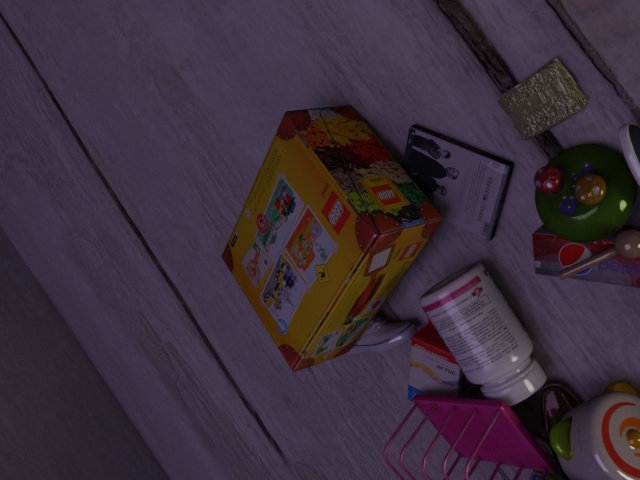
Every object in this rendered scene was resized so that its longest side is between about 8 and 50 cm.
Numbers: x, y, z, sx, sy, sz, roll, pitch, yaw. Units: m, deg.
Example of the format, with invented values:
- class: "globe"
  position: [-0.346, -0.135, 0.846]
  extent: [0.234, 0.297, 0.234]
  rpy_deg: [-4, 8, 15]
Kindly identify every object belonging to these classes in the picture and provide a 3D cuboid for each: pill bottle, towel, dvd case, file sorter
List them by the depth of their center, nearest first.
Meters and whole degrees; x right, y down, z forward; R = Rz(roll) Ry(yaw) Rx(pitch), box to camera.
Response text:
- class: "towel"
  position: [0.413, -0.260, 1.394]
  extent: [0.148, 0.027, 0.110]
  rpy_deg: [-34, 88, 45]
- class: "dvd case"
  position: [0.278, -0.124, 1.582]
  extent: [0.239, 0.029, 0.179]
  rpy_deg: [27, 127, 29]
- class: "pill bottle"
  position: [0.348, 0.204, 1.592]
  extent: [0.160, 0.160, 0.283]
  rpy_deg: [-35, 87, 46]
- class: "file sorter"
  position: [0.307, 0.475, 1.618]
  extent: [0.202, 0.182, 0.291]
  rpy_deg: [50, 151, -16]

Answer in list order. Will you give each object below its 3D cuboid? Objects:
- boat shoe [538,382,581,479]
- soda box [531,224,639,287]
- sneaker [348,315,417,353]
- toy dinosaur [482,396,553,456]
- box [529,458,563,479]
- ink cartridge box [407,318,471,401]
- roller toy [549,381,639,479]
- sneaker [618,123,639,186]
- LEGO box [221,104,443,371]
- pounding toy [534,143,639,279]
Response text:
- class: "boat shoe"
  position: [0.527, 0.429, 1.570]
  extent: [0.095, 0.095, 0.257]
  rpy_deg: [-21, 91, 20]
- class: "soda box"
  position: [0.534, 0.024, 1.389]
  extent: [0.263, 0.083, 0.092]
  rpy_deg: [7, 115, 39]
- class: "sneaker"
  position: [0.125, 0.224, 1.851]
  extent: [0.258, 0.094, 0.091]
  rpy_deg: [-19, 102, 46]
- class: "toy dinosaur"
  position: [0.415, 0.432, 1.722]
  extent: [0.268, 0.064, 0.118]
  rpy_deg: [5, 132, 37]
- class: "box"
  position: [0.521, 0.575, 1.691]
  extent: [0.109, 0.042, 0.178]
  rpy_deg: [16, 125, 15]
- class: "ink cartridge box"
  position: [0.284, 0.289, 1.753]
  extent: [0.134, 0.078, 0.231]
  rpy_deg: [19, 122, 34]
- class: "roller toy"
  position: [0.575, 0.397, 1.454]
  extent: [0.191, 0.209, 0.146]
  rpy_deg: [56, 151, 13]
- class: "sneaker"
  position: [0.630, -0.100, 1.233]
  extent: [0.295, 0.104, 0.147]
  rpy_deg: [52, 134, 0]
- class: "LEGO box"
  position: [0.000, 0.000, 1.726]
  extent: [0.372, 0.193, 0.500]
  rpy_deg: [55, 138, 25]
- class: "pounding toy"
  position: [0.458, -0.068, 1.323]
  extent: [0.183, 0.110, 0.237]
  rpy_deg: [-22, 68, 34]
